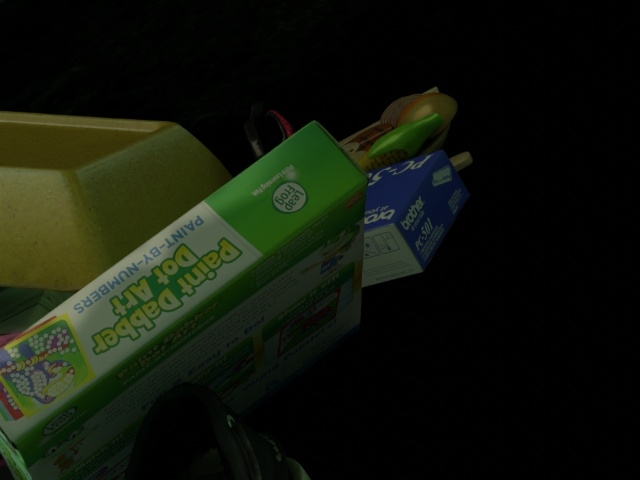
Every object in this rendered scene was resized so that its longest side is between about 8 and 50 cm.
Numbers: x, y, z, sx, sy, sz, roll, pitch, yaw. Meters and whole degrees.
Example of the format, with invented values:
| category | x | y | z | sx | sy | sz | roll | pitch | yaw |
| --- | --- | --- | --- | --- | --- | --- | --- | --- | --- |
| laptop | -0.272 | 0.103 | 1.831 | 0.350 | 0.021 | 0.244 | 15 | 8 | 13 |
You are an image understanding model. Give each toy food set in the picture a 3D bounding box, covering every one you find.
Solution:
| category | x | y | z | sx | sy | sz | roll | pitch | yaw |
| --- | --- | --- | --- | --- | --- | --- | --- | --- | --- |
| toy food set | 0.049 | -0.079 | 1.556 | 0.132 | 0.038 | 0.192 | -29 | 20 | 6 |

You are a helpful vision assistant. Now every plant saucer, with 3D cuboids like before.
| category | x | y | z | sx | sy | sz | roll | pitch | yaw |
| --- | --- | --- | --- | --- | --- | --- | --- | --- | --- |
| plant saucer | -0.258 | -0.045 | 1.539 | 0.332 | 0.081 | 0.333 | 4 | 13 | 15 |

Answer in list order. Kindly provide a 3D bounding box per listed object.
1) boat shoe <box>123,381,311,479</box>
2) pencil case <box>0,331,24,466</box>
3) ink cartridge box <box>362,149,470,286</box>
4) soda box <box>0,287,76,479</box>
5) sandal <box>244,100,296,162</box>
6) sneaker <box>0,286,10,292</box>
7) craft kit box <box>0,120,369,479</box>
| category | x | y | z | sx | sy | sz | roll | pitch | yaw |
| --- | --- | --- | --- | --- | --- | --- | --- | --- | --- |
| boat shoe | -0.082 | 0.186 | 1.013 | 0.127 | 0.113 | 0.340 | -21 | 22 | 25 |
| pencil case | -0.177 | 0.091 | 1.278 | 0.098 | 0.095 | 0.209 | -44 | -15 | 24 |
| ink cartridge box | 0.000 | 0.000 | 1.430 | 0.207 | 0.046 | 0.097 | -16 | 26 | 36 |
| soda box | -0.232 | 0.134 | 1.382 | 0.098 | 0.091 | 0.286 | -24 | 22 | 19 |
| sandal | -0.035 | -0.083 | 1.654 | 0.040 | 0.067 | 0.179 | -17 | 19 | 5 |
| sneaker | -0.310 | 0.071 | 1.651 | 0.226 | 0.086 | 0.163 | -6 | 31 | 52 |
| craft kit box | -0.083 | 0.066 | 1.184 | 0.250 | 0.061 | 0.246 | -37 | -15 | -15 |
